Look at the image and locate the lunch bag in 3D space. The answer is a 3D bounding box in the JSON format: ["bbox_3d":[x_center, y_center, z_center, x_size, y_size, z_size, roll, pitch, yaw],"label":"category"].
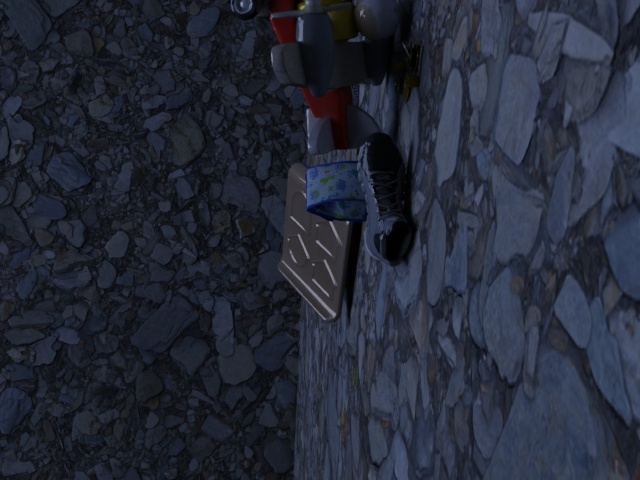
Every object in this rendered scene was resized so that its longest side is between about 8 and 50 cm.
[{"bbox_3d":[0.040,-0.115,1.597,0.096,0.151,0.129,100,171,-51],"label":"lunch bag"}]

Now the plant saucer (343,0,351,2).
[{"bbox_3d":[0.076,-0.838,2.214,0.278,0.041,0.278,-177,90,-84],"label":"plant saucer"}]

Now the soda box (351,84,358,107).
[{"bbox_3d":[0.074,-0.413,1.894,0.063,0.058,0.183,116,156,-77],"label":"soda box"}]

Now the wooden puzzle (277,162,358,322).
[{"bbox_3d":[0.000,0.000,1.879,0.322,0.080,0.348,43,132,46],"label":"wooden puzzle"}]

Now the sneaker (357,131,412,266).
[{"bbox_3d":[0.120,-0.064,1.148,0.132,0.086,0.229,-122,25,-73],"label":"sneaker"}]

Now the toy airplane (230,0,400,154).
[{"bbox_3d":[0.035,-0.353,1.283,0.384,0.272,0.386,40,-143,-43],"label":"toy airplane"}]

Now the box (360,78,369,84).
[{"bbox_3d":[0.038,-0.421,1.682,0.054,0.168,0.059,-112,26,-77],"label":"box"}]

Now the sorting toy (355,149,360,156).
[{"bbox_3d":[0.102,-0.221,1.565,0.061,0.042,0.102,-93,8,-47],"label":"sorting toy"}]

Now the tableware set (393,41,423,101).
[{"bbox_3d":[0.148,-0.294,1.197,0.154,0.024,0.104,-104,17,-71],"label":"tableware set"}]
